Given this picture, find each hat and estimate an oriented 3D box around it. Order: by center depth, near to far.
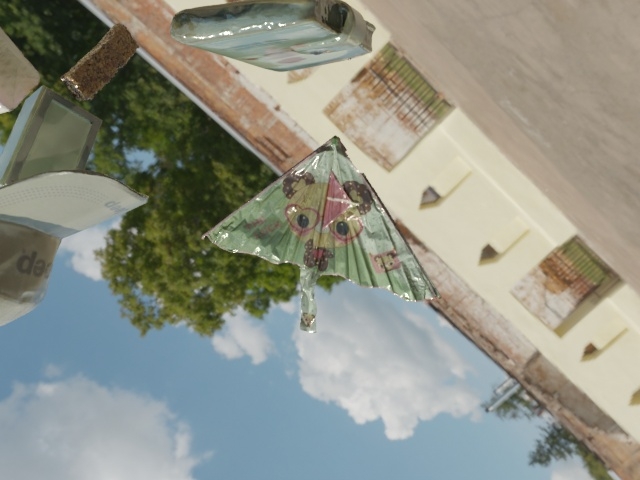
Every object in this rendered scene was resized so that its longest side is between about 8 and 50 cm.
[{"bbox_3d":[-0.320,0.020,0.724,0.214,0.245,0.149,37,-135,-78],"label":"hat"}]

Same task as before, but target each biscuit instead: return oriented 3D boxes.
[{"bbox_3d":[-0.423,-0.347,1.229,0.064,0.035,0.199,64,-142,-39],"label":"biscuit"}]

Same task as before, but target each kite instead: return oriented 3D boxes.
[{"bbox_3d":[0.000,0.000,0.787,0.323,0.267,0.013,16,-155,12],"label":"kite"}]

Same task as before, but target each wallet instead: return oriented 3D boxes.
[{"bbox_3d":[-0.054,-0.342,1.049,0.360,0.252,0.083,-25,-71,-69],"label":"wallet"}]

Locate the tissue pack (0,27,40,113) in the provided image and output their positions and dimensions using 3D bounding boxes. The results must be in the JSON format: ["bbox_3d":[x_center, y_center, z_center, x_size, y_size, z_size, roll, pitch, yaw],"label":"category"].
[{"bbox_3d":[-0.654,-0.308,1.132,0.185,0.225,0.124,59,-140,-35],"label":"tissue pack"}]

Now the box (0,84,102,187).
[{"bbox_3d":[-0.529,-0.164,1.219,0.129,0.086,0.225,32,-124,-38],"label":"box"}]
